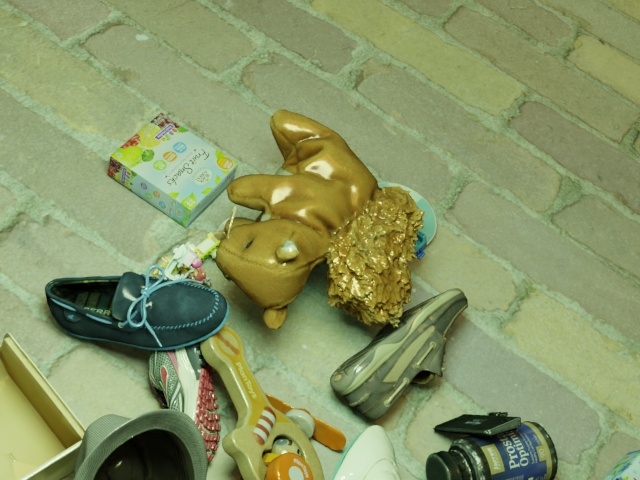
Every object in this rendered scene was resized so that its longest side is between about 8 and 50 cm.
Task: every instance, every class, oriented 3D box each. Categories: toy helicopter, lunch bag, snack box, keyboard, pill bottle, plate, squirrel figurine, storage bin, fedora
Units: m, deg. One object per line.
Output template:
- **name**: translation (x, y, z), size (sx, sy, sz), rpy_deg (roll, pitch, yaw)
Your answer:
- **toy helicopter**: translation (-0.096, 0.303, 1.727), size (0.235, 0.140, 0.355), rpy_deg (-13, 70, -53)
- **lunch bag**: translation (0.616, 0.482, 1.853), size (0.129, 0.096, 0.151), rpy_deg (-30, 81, -35)
- **snack box**: translation (-0.306, -0.149, 2.057), size (0.207, 0.070, 0.174), rpy_deg (34, 51, 7)
- **keyboard**: translation (0.296, 0.338, 1.813), size (0.108, 0.180, 0.023), rpy_deg (-16, 91, -27)
- **pill bottle**: translation (0.307, 0.408, 1.790), size (0.219, 0.123, 0.123), rpy_deg (-9, 57, -23)
- **plate**: translation (0.161, -0.048, 2.152), size (0.188, 0.024, 0.188), rpy_deg (8, 53, -11)
- **squirrel figurine**: translation (0.000, 0.000, 1.829), size (0.397, 0.281, 0.370), rpy_deg (22, 33, 3)
- **storage bin**: translation (-0.557, 0.317, 1.596), size (0.262, 0.123, 0.260), rpy_deg (-32, 68, -33)
- **fedora**: translation (-0.307, 0.369, 1.570), size (0.244, 0.275, 0.124), rpy_deg (-35, 37, -27)

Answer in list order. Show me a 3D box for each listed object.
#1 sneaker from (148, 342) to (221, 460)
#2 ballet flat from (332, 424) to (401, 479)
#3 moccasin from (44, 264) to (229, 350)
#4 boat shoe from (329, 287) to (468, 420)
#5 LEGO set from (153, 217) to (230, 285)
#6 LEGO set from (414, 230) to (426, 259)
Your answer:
- **sneaker**: translation (-0.246, 0.270, 1.746), size (0.112, 0.121, 0.299), rpy_deg (-14, 55, 8)
- **ballet flat**: translation (0.062, 0.467, 1.637), size (0.139, 0.139, 0.400), rpy_deg (33, 45, 9)
- **moccasin**: translation (-0.334, 0.120, 1.731), size (0.342, 0.117, 0.138), rpy_deg (-5, 50, 16)
- **boat shoe**: translation (0.170, 0.221, 1.905), size (0.355, 0.132, 0.130), rpy_deg (-35, 92, -32)
- **LEGO set**: translation (-0.220, 0.055, 1.905), size (0.107, 0.132, 0.287), rpy_deg (45, 21, 4)
- **LEGO set**: translation (0.148, 0.049, 2.032), size (0.087, 0.093, 0.227), rpy_deg (31, 64, 33)
